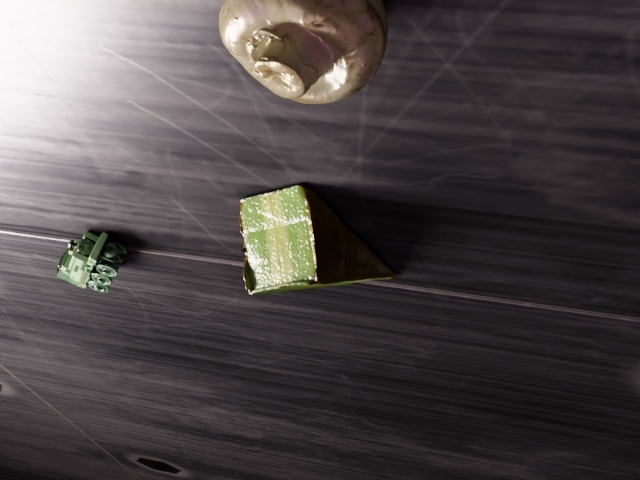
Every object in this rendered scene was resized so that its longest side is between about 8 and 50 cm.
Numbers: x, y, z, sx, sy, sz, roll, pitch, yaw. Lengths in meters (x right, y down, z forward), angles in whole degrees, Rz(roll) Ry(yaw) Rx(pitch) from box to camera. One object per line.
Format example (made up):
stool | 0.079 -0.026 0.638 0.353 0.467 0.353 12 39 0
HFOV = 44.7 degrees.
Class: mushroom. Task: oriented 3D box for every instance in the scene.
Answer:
mushroom | -0.009 -0.102 0.386 0.084 0.067 0.083 18 153 9

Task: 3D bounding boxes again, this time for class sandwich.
sandwich | 0.000 0.000 0.620 0.074 0.074 0.116 -10 174 36

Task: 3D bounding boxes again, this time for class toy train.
toy train | -0.212 0.019 0.722 0.053 0.033 0.083 26 149 -12
